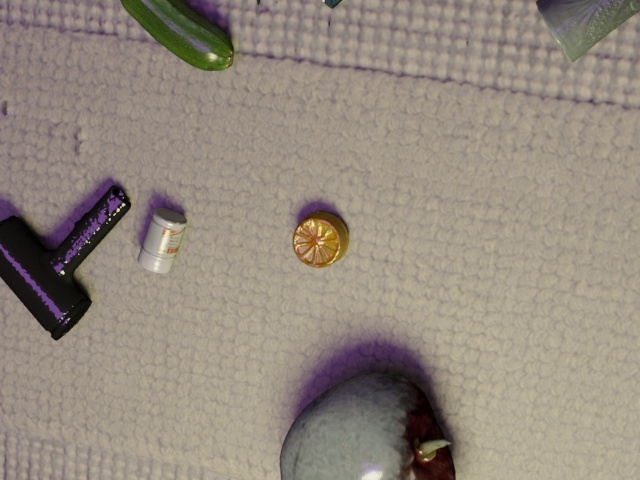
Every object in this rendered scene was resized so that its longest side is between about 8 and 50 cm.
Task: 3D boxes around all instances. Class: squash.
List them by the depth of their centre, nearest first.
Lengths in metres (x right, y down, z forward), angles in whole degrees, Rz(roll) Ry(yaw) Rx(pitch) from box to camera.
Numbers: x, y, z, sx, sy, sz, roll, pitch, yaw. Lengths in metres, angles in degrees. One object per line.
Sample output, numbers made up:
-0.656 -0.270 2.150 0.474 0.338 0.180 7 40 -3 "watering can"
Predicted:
-0.217 -0.323 1.812 0.219 0.068 0.077 43 127 1 "squash"

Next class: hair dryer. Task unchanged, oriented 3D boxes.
-0.396 0.005 1.957 0.251 0.089 0.197 -42 88 12 "hair dryer"

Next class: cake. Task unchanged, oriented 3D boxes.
0.000 0.000 1.848 0.084 0.044 0.084 4 104 15 "cake"

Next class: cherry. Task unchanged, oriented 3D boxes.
0.074 0.327 1.822 0.296 0.218 0.255 -21 104 26 "cherry"

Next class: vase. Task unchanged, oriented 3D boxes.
0.402 -0.331 1.620 0.219 0.096 0.096 -30 94 18 "vase"

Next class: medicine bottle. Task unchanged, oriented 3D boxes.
-0.245 0.000 1.912 0.057 0.057 0.089 24 109 9 "medicine bottle"

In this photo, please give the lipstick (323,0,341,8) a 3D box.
0.087 -0.416 1.707 0.234 0.053 0.053 -38 92 20 "lipstick"
